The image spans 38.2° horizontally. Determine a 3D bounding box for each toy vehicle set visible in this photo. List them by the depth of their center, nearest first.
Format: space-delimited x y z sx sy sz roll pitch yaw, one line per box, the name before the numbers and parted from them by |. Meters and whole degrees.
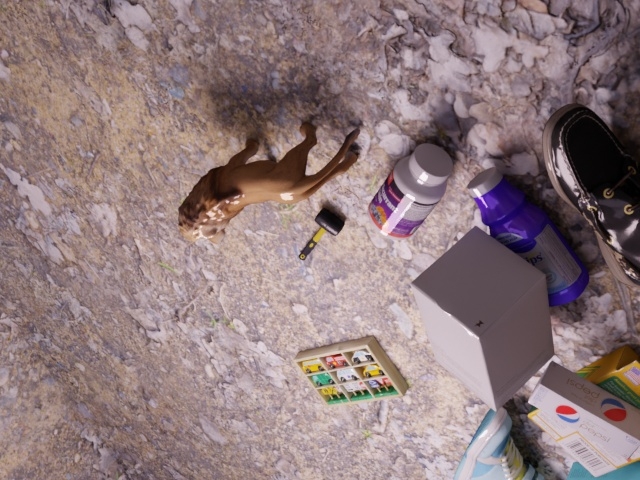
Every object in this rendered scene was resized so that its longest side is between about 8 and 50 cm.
toy vehicle set | 0.071 0.326 2.270 0.267 0.035 0.166 -19 114 45

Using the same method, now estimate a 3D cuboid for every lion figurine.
lion figurine | -0.112 -0.116 1.856 0.392 0.240 0.142 -17 115 43

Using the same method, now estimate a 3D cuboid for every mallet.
mallet | 0.000 0.000 2.038 0.062 0.039 0.189 32 143 5

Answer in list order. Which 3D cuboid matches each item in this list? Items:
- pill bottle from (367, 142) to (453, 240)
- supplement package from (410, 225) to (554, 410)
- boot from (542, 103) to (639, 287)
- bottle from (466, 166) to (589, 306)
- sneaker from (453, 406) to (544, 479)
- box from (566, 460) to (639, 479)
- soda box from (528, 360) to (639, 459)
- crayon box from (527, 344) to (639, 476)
pill bottle | 0.174 -0.094 1.765 0.108 0.108 0.193 37 139 3
supplement package | 0.312 0.150 1.739 0.177 0.175 0.293 40 164 36
boot | 0.522 -0.043 1.442 0.377 0.138 0.284 57 169 -24
bottle | 0.376 -0.007 1.706 0.283 0.092 0.118 52 143 -14
sneaker | 0.435 0.503 2.099 0.208 0.127 0.319 29 148 15
box | 0.666 0.533 2.001 0.244 0.060 0.100 -15 116 43
soda box | 0.520 0.326 1.788 0.216 0.074 0.069 30 138 12
crayon box | 0.602 0.340 1.859 0.203 0.083 0.323 42 140 -2
